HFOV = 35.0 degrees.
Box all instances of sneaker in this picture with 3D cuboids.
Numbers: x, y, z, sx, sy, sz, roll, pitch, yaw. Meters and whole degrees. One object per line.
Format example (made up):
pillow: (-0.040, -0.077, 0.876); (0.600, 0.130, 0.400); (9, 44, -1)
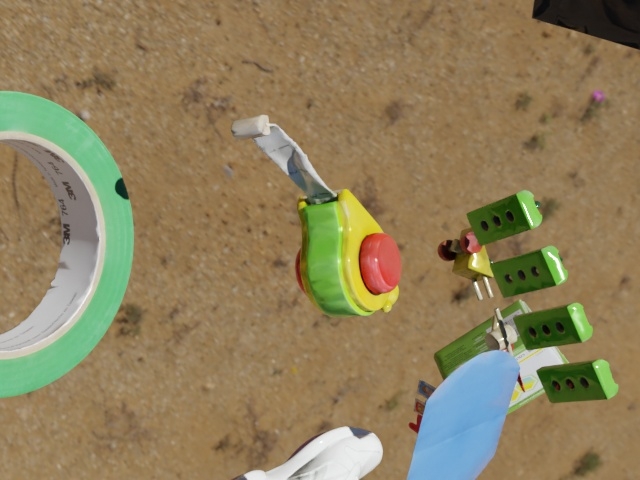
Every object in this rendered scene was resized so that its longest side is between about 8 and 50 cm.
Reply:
sneaker: (-0.010, 0.340, 1.282); (0.305, 0.152, 0.114); (-19, 143, -46)

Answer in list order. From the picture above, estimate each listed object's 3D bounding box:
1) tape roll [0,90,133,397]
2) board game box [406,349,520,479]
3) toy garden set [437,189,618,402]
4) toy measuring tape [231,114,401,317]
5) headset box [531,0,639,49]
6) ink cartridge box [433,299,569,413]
tape roll: (-0.348, 0.003, 1.079); (0.321, 0.077, 0.321); (-9, 102, -49)
board game box: (0.118, 0.166, 0.923); (0.133, 0.033, 0.168); (-13, 124, -41)
toy garden set: (0.242, 0.070, 1.198); (0.049, 0.204, 0.244); (-23, 89, -25)
toy measuring tape: (0.000, 0.000, 1.106); (0.121, 0.121, 0.330); (-47, 135, -3)
headset box: (0.319, -0.336, 0.922); (0.283, 0.131, 0.246); (-35, 138, -39)
ink cartridge box: (0.352, 0.250, 1.823); (0.189, 0.097, 0.255); (-34, 128, 12)
